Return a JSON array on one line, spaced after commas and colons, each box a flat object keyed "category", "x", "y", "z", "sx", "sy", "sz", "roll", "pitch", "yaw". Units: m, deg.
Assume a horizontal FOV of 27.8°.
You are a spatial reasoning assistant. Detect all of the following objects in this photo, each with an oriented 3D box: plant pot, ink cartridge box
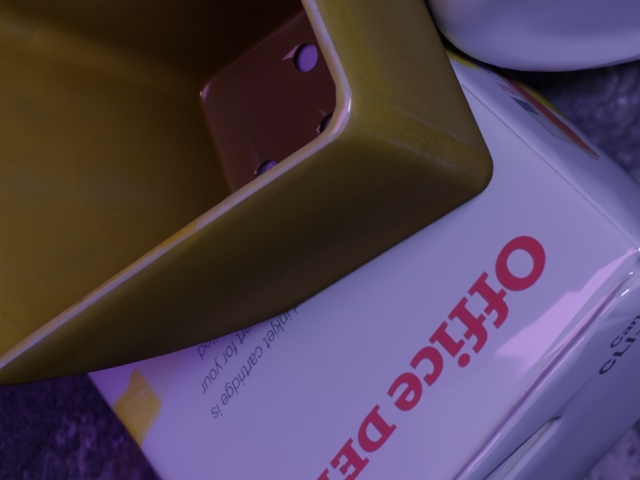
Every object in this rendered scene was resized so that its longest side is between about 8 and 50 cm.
[{"category": "plant pot", "x": -0.045, "y": -0.066, "z": 0.572, "sx": 0.212, "sy": 0.187, "sz": 0.212, "roll": -33, "pitch": 64, "yaw": 28}, {"category": "ink cartridge box", "x": 0.000, "y": 0.000, "z": 0.747, "sx": 0.279, "sy": 0.160, "sz": 0.385, "roll": -53, "pitch": 56, "yaw": 19}]

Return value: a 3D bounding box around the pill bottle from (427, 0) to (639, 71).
[{"category": "pill bottle", "x": 0.122, "y": -0.289, "z": 0.662, "sx": 0.210, "sy": 0.210, "sz": 0.363, "roll": -22, "pitch": 71, "yaw": 34}]
